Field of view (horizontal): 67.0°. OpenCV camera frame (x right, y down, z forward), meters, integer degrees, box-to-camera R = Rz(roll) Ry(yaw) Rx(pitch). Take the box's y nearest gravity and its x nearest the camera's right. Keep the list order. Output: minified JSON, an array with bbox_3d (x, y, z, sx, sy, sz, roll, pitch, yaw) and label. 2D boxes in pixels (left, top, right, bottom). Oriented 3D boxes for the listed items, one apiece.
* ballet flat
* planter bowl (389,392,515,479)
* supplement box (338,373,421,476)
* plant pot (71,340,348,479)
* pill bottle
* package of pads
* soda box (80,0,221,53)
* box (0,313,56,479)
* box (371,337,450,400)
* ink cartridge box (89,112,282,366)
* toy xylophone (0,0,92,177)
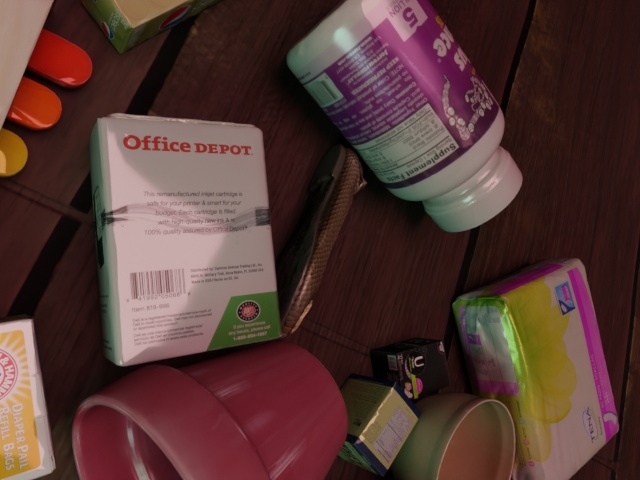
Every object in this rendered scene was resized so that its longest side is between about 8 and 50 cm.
[{"bbox_3d":[0.000,0.000,0.553,0.058,0.084,0.249,32,62,-25],"label":"ballet flat"},{"bbox_3d":[0.145,0.256,0.585,0.162,0.109,0.162,-5,97,-39],"label":"planter bowl"},{"bbox_3d":[0.053,0.207,0.554,0.083,0.083,0.056,-47,109,-29],"label":"supplement box"},{"bbox_3d":[-0.078,0.183,0.420,0.180,0.201,0.201,-22,96,-49],"label":"plant pot"},{"bbox_3d":[0.114,-0.157,0.589,0.301,0.169,0.169,47,62,-20],"label":"pill bottle"},{"bbox_3d":[0.328,0.195,0.725,0.229,0.101,0.296,-15,92,-34],"label":"package of pads"},{"bbox_3d":[-0.148,-0.268,0.498,0.181,0.058,0.061,-45,108,-30],"label":"soda box"},{"bbox_3d":[-0.300,0.122,0.322,0.203,0.103,0.114,-7,88,-34],"label":"box"},{"bbox_3d":[0.116,0.164,0.619,0.083,0.052,0.062,-6,87,-34],"label":"box"},{"bbox_3d":[-0.129,-0.002,0.459,0.153,0.087,0.208,-2,86,-33],"label":"ink cartridge box"},{"bbox_3d":[-0.325,-0.111,0.344,0.236,0.081,0.322,30,68,-30],"label":"toy xylophone"}]
